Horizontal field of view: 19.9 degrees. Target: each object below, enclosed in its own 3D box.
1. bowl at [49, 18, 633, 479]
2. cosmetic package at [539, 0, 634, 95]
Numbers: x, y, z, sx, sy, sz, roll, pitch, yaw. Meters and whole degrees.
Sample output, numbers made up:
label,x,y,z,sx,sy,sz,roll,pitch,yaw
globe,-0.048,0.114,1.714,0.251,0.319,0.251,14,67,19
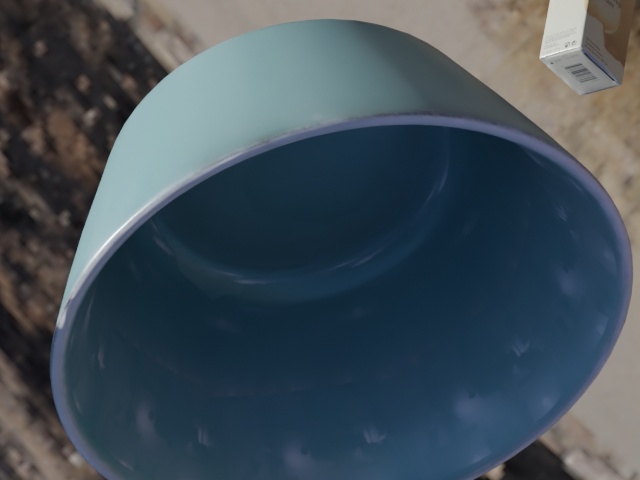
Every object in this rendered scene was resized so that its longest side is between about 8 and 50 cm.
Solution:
label,x,y,z,sx,sy,sz,roll,pitch,yaw
bowl,0.000,0.000,1.004,0.311,0.311,0.163,72,-178,-46
cosmetic package,0.210,-0.177,1.411,0.041,0.115,0.060,-12,146,41
